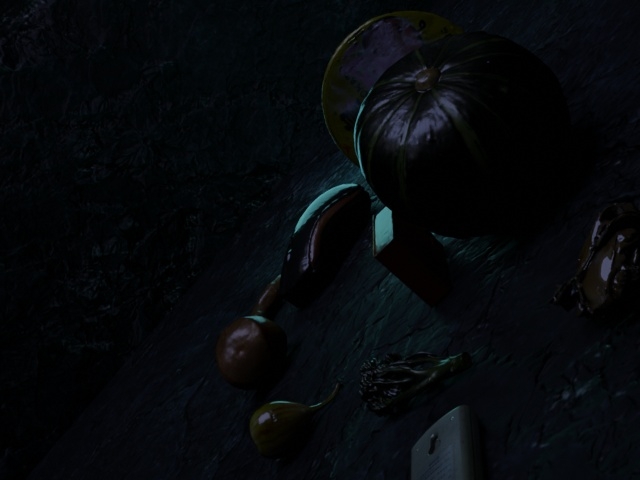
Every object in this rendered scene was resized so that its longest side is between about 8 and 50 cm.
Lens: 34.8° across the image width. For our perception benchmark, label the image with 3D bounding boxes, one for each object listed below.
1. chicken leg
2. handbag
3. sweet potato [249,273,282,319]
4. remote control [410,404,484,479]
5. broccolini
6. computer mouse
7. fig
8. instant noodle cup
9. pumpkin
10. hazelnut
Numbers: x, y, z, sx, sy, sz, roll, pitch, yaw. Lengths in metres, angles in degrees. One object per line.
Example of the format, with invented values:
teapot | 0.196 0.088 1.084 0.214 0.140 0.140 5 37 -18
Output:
chicken leg | 0.320 0.009 1.124 0.196 0.080 0.125 -60 2 -39
handbag | 0.142 0.016 1.620 0.063 0.127 0.190 -45 14 18
sweet potato | -0.126 0.158 2.362 0.055 0.058 0.202 13 60 28
remote control | 0.136 0.271 1.105 0.098 0.038 0.233 -46 12 20
broccolini | 0.133 0.190 1.370 0.202 0.068 0.091 -15 48 45
computer mouse | -0.004 -0.003 2.246 0.323 0.116 0.183 -58 9 -28
fig | -0.047 0.275 1.638 0.166 0.093 0.093 -48 13 11
instant noodle cup | 0.178 -0.296 2.041 0.325 0.325 0.254 -48 2 15
pumpkin | 0.206 -0.159 1.502 0.323 0.241 0.323 -15 45 16
hazelnut | -0.130 0.226 2.027 0.150 0.150 0.150 -48 12 14
